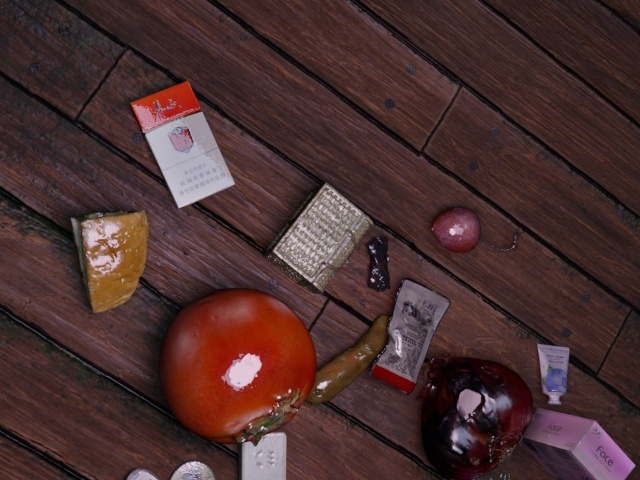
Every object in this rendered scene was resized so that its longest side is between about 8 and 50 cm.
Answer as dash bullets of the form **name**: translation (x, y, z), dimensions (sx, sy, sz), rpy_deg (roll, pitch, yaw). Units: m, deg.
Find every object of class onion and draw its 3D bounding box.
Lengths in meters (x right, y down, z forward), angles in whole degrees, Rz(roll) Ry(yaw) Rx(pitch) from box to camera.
- **onion**: translation (0.333, 0.391, 1.975), dimensions (0.281, 0.221, 0.280), rpy_deg (-2, 79, 12)

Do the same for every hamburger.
- **hamburger**: translation (-0.420, 0.041, 1.819), dimensions (0.155, 0.135, 0.207), rpy_deg (-4, 90, -14)

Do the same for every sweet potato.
- **sweet potato**: translation (0.068, 0.264, 1.978), dimensions (0.273, 0.075, 0.075), rpy_deg (-39, 97, -17)

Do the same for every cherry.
- **cherry**: translation (0.355, -0.024, 2.072), dimensions (0.226, 0.090, 0.107), rpy_deg (2, 70, -25)

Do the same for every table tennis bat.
- **table tennis bat**: translation (-0.278, 0.537, 1.888), dimensions (0.100, 0.019, 0.155), rpy_deg (26, 78, -14)

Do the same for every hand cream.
- **hand cream**: translation (0.551, 0.317, 2.126), dimensions (0.084, 0.053, 0.142), rpy_deg (9, 74, -15)

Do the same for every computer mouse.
- **computer mouse**: translation (-0.358, 0.511, 1.856), dimensions (0.096, 0.039, 0.066), rpy_deg (43, 76, -2)

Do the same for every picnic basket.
- **picnic basket**: translation (0.000, 0.000, 1.942), dimensions (0.154, 0.134, 0.196), rpy_deg (39, 77, -7)

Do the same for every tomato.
- **tomato**: translation (-0.170, 0.246, 1.804), dimensions (0.322, 0.321, 0.321), rpy_deg (1, 86, -16)

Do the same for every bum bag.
- **bum bag**: translation (0.131, 0.054, 2.026), dimensions (0.058, 0.034, 0.124), rpy_deg (-1, 87, -25)

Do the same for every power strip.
- **power strip**: translation (-0.124, 0.556, 1.909), dimensions (0.098, 0.058, 0.338), rpy_deg (1, 87, -16)

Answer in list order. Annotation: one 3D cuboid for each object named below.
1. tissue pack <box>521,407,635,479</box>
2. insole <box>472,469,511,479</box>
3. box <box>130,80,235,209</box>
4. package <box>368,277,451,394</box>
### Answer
- **tissue pack**: translation (0.564, 0.469, 2.014), dimensions (0.092, 0.246, 0.148), rpy_deg (-45, 100, -16)
- **insole**: translation (0.381, 0.564, 2.082), dimensions (0.135, 0.002, 0.045), rpy_deg (-15, 91, -17)
- **box**: translation (-0.294, -0.203, 1.922), dimensions (0.139, 0.035, 0.245), rpy_deg (-24, 94, -16)
- **package**: translation (0.200, 0.215, 2.012), dimensions (0.154, 0.030, 0.239), rpy_deg (29, 77, -35)
